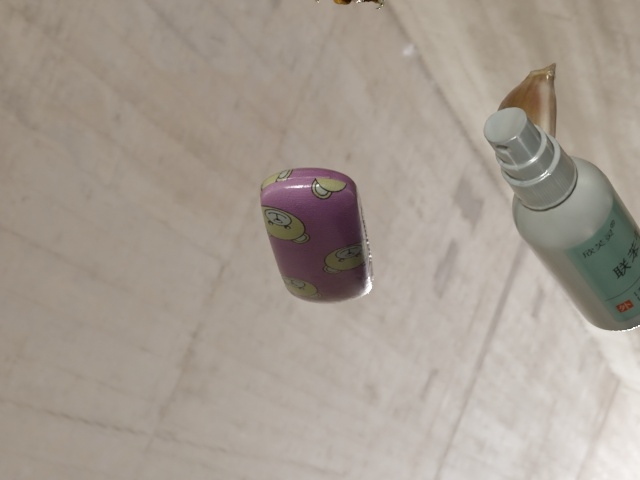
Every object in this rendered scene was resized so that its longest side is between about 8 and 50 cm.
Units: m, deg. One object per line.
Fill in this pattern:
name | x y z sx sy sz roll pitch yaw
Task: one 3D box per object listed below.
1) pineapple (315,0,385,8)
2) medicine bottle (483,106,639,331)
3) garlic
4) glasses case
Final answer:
pineapple | 0.060 -0.388 1.746 0.233 0.135 0.079 -17 -35 -25
medicine bottle | 0.267 -0.026 1.321 0.352 0.110 0.110 45 -114 -45
garlic | 0.385 -0.171 2.260 0.148 0.129 0.266 60 -157 -69
glasses case | 0.000 0.000 1.606 0.316 0.123 0.075 75 -166 -61
